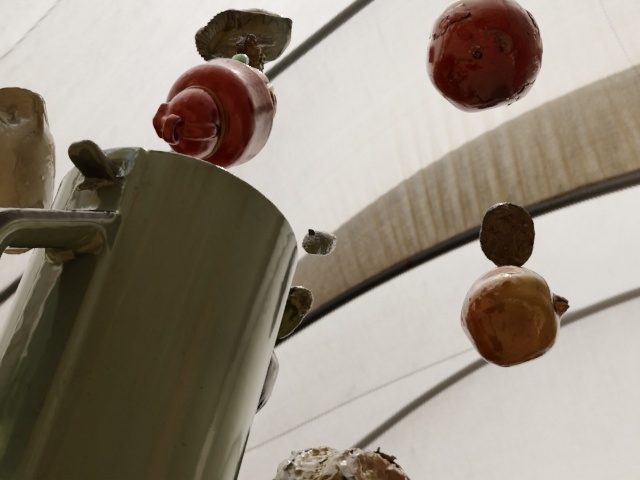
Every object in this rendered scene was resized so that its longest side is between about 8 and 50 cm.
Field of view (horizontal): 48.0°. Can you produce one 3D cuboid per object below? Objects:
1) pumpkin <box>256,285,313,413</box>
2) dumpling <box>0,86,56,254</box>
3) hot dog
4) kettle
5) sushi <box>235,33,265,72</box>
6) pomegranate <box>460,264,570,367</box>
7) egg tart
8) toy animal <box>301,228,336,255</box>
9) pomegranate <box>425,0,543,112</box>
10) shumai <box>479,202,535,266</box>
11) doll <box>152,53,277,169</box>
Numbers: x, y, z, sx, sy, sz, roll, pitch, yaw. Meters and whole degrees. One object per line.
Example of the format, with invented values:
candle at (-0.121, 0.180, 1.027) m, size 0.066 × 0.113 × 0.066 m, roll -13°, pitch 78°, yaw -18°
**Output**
pumpkin at (-0.142, 0.126, 1.042) m, size 0.295 × 0.296 × 0.296 m, roll 22°, pitch -36°, yaw 17°
dumpling at (-0.724, -0.160, 1.607) m, size 0.260 × 0.181 × 0.341 m, roll 4°, pitch -63°, yaw 6°
hot dog at (-0.180, -0.493, 1.733) m, size 0.162 × 0.270 × 0.082 m, roll -46°, pitch -114°, yaw 37°
kettle at (-0.186, 0.108, 0.592) m, size 0.249 × 0.377 × 0.361 m, roll -1°, pitch -37°, yaw 16°
sushi at (-0.152, -0.405, 1.593) m, size 0.060 × 0.061 × 0.118 m, roll 29°, pitch -15°, yaw 34°
pomegranate at (0.377, 0.153, 1.425) m, size 0.209 × 0.209 × 0.209 m, roll 22°, pitch -36°, yaw 17°
egg tart at (0.082, 0.463, 1.206) m, size 0.352 × 0.352 × 0.150 m, roll 36°, pitch -69°, yaw -2°
toy animal at (0.010, -0.001, 1.968) m, size 0.079 × 0.253 × 0.070 m, roll 37°, pitch -75°, yaw 8°
pomegranate at (0.283, -0.335, 1.280) m, size 0.210 × 0.235 × 0.210 m, roll -6°, pitch -61°, yaw -11°
shumai at (0.420, -0.017, 1.617) m, size 0.123 × 0.105 × 0.139 m, roll -7°, pitch -68°, yaw 19°
doll at (-0.167, -0.205, 1.187) m, size 0.160 × 0.363 × 0.183 m, roll 17°, pitch -69°, yaw 13°
